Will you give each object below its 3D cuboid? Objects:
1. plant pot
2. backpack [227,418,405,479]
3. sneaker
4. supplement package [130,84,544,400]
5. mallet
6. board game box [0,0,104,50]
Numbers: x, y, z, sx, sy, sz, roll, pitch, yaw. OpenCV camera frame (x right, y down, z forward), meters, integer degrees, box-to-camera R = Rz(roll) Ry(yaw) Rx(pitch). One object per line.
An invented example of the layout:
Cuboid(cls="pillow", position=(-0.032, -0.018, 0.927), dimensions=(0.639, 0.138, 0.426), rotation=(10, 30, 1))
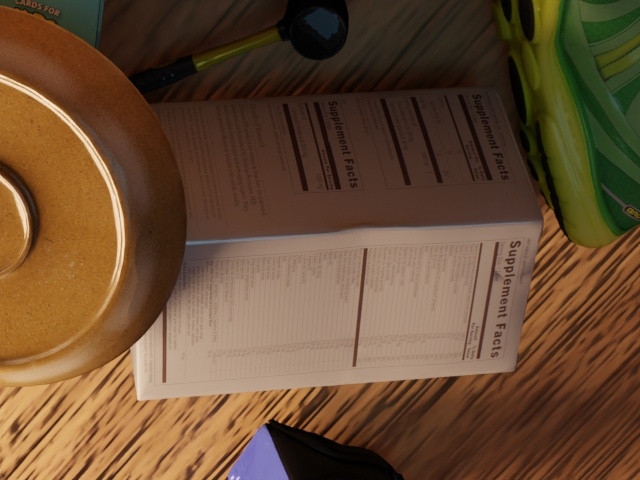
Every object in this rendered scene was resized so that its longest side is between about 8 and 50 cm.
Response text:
Cuboid(cls="plant pot", position=(-0.193, -0.016, 1.043), dimensions=(0.236, 0.032, 0.236), rotation=(4, 114, 10))
Cuboid(cls="backpack", position=(0.001, 0.191, 1.302), dimensions=(0.120, 0.098, 0.101), rotation=(16, 123, -32))
Cuboid(cls="sneaker", position=(0.179, -0.135, 1.165), dimensions=(0.123, 0.109, 0.295), rotation=(-19, 127, -8))
Cuboid(cls="supplement package", position=(0.000, 0.000, 1.161), dimensions=(0.244, 0.134, 0.139), rotation=(-3, 133, -10))
Cuboid(cls="mallet", position=(-0.070, -0.117, 1.161), dimensions=(0.189, 0.062, 0.039), rotation=(-16, 114, 15))
Cuboid(cls="board game box", position=(-0.257, -0.101, 1.092), dimensions=(0.253, 0.079, 0.336), rotation=(6, 116, -8))
